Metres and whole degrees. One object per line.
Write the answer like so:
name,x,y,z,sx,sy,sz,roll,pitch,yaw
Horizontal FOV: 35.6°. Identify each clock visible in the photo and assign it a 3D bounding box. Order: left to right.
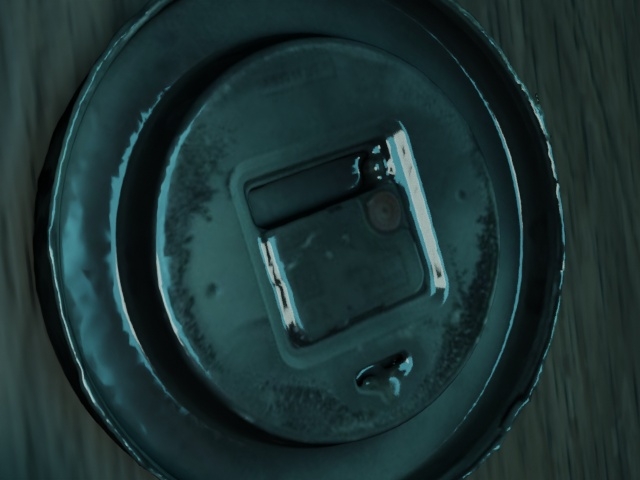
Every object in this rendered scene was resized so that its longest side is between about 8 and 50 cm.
clock,0.000,-0.001,0.543,0.313,0.061,0.312,1,88,-30
